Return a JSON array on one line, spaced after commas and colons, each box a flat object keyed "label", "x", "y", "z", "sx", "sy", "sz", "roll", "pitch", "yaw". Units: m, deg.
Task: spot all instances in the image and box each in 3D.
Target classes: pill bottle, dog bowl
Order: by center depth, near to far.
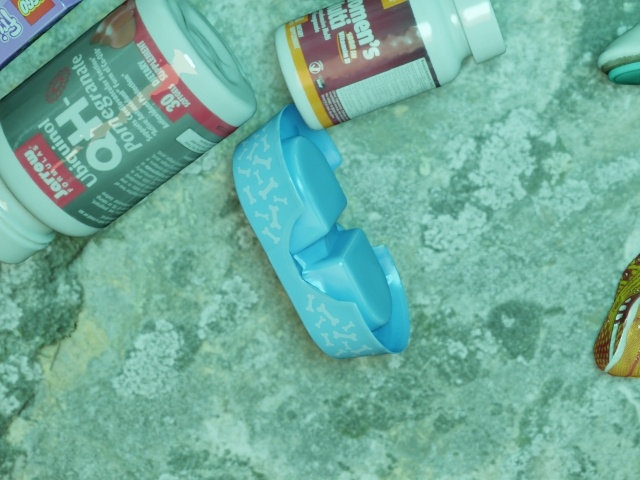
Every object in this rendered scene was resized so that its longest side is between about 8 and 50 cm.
[{"label": "pill bottle", "x": 0.073, "y": -0.206, "z": 1.268, "sx": 0.221, "sy": 0.121, "sz": 0.121, "roll": -20, "pitch": 104, "yaw": 9}, {"label": "pill bottle", "x": -0.240, "y": -0.115, "z": 1.287, "sx": 0.319, "sy": 0.176, "sz": 0.176, "roll": -35, "pitch": 101, "yaw": 13}, {"label": "dog bowl", "x": 0.000, "y": 0.000, "z": 1.319, "sx": 0.074, "sy": 0.166, "sz": 0.297, "roll": -23, "pitch": 104, "yaw": 22}]

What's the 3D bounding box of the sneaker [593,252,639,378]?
[{"label": "sneaker", "x": 0.370, "y": 0.075, "z": 1.371, "sx": 0.067, "sy": 0.064, "sz": 0.175, "roll": 13, "pitch": 113, "yaw": -21}]

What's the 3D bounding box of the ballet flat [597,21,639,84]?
[{"label": "ballet flat", "x": 0.480, "y": -0.232, "z": 1.242, "sx": 0.401, "sy": 0.139, "sz": 0.139, "roll": -2, "pitch": 106, "yaw": 0}]

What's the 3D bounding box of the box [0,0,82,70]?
[{"label": "box", "x": -0.416, "y": -0.253, "z": 1.285, "sx": 0.293, "sy": 0.057, "sz": 0.201, "roll": -32, "pitch": 102, "yaw": 27}]
